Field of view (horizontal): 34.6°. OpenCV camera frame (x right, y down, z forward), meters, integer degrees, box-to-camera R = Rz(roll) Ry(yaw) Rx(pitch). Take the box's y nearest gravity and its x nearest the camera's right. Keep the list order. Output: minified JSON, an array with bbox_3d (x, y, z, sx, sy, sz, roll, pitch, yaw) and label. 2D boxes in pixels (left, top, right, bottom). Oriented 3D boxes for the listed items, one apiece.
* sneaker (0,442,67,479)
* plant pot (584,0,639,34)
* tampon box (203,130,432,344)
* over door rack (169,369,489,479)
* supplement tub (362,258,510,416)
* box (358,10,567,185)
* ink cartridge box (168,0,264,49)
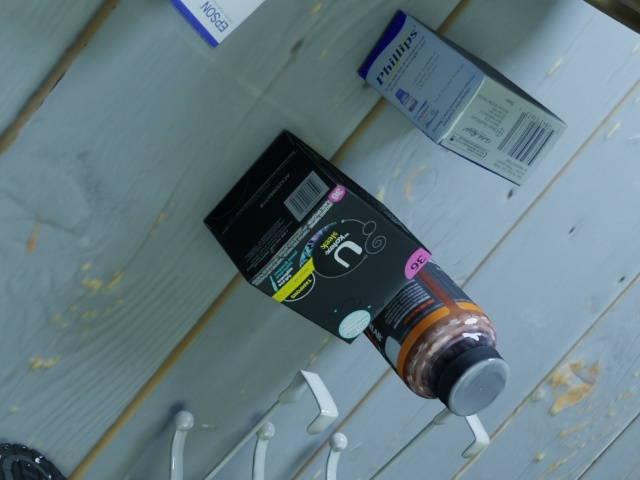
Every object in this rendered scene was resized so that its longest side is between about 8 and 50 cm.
[{"bbox_3d":[-0.339,0.249,0.940,0.130,0.109,0.286,-43,129,16],"label":"sneaker"},{"bbox_3d":[0.323,-0.279,0.847,0.263,0.263,0.229,18,109,-41],"label":"plant pot"},{"bbox_3d":[0.000,0.000,0.956,0.120,0.101,0.161,-48,135,8],"label":"tampon box"},{"bbox_3d":[-0.023,0.220,1.073,0.239,0.108,0.324,16,138,-40],"label":"over door rack"},{"bbox_3d":[0.103,0.085,1.021,0.106,0.198,0.106,-17,130,-21],"label":"supplement tub"},{"bbox_3d":[0.125,-0.126,0.916,0.126,0.137,0.072,21,111,-42],"label":"box"},{"bbox_3d":[0.006,-0.316,0.717,0.371,0.069,0.176,-45,151,1],"label":"ink cartridge box"}]
